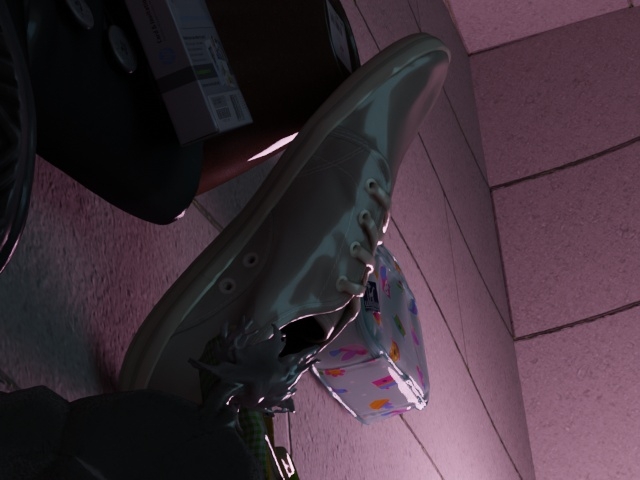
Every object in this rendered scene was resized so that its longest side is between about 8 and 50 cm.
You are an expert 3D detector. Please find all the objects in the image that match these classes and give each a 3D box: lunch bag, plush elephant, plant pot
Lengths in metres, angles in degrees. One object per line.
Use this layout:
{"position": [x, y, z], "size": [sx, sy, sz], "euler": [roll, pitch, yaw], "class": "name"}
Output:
{"position": [0.047, 0.085, 2.105], "size": [0.279, 0.108, 0.224], "euler": [54, 26, -55], "class": "lunch bag"}
{"position": [-0.141, 0.213, 1.049], "size": [0.330, 0.272, 0.255], "euler": [-37, 156, -41], "class": "plush elephant"}
{"position": [-0.085, -0.156, 1.595], "size": [0.215, 0.230, 0.215], "euler": [-15, 90, -76], "class": "plant pot"}

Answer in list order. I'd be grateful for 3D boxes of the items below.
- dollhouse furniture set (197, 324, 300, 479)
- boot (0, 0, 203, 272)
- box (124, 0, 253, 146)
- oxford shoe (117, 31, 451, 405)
{"position": [-0.085, 0.224, 1.291], "size": [0.301, 0.151, 0.197], "euler": [75, -5, -63], "class": "dollhouse furniture set"}
{"position": [-0.211, -0.084, 1.264], "size": [0.445, 0.146, 0.367], "euler": [47, 33, -71], "class": "boot"}
{"position": [-0.117, -0.173, 1.389], "size": [0.145, 0.038, 0.186], "euler": [-44, 114, -79], "class": "box"}
{"position": [0.000, 0.000, 1.499], "size": [0.449, 0.130, 0.169], "euler": [-53, 161, -24], "class": "oxford shoe"}
